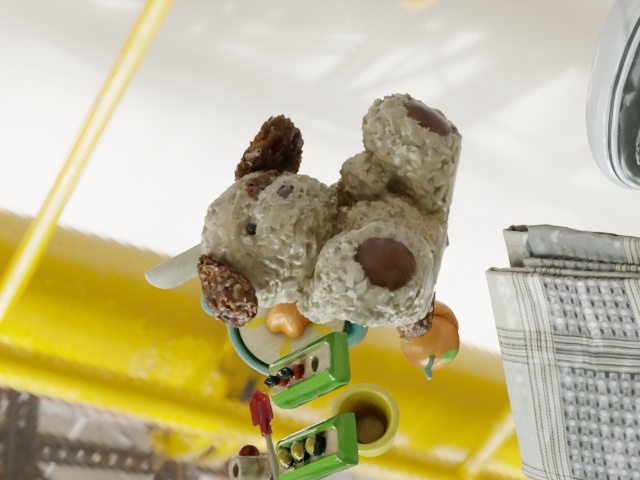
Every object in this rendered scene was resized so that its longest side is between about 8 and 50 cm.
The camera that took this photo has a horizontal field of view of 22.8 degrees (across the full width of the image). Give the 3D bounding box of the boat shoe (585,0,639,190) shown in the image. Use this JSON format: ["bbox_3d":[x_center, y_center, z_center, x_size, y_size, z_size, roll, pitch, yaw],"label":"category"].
[{"bbox_3d":[0.287,-0.162,1.046,0.121,0.335,0.119,9,-150,-31],"label":"boat shoe"}]

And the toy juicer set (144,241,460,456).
[{"bbox_3d":[-0.004,0.051,1.622,0.329,0.089,0.209,39,-101,20],"label":"toy juicer set"}]

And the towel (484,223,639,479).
[{"bbox_3d":[0.316,0.142,1.759,0.056,0.312,0.324,-16,-77,-35],"label":"towel"}]

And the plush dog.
[{"bbox_3d":[0.000,0.000,1.486,0.225,0.210,0.262,11,-130,8],"label":"plush dog"}]

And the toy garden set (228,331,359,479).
[{"bbox_3d":[-0.036,0.219,1.341,0.049,0.204,0.244,4,-109,-28],"label":"toy garden set"}]
